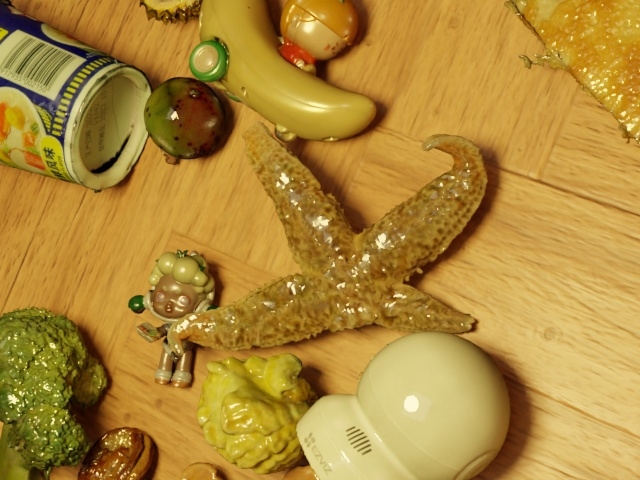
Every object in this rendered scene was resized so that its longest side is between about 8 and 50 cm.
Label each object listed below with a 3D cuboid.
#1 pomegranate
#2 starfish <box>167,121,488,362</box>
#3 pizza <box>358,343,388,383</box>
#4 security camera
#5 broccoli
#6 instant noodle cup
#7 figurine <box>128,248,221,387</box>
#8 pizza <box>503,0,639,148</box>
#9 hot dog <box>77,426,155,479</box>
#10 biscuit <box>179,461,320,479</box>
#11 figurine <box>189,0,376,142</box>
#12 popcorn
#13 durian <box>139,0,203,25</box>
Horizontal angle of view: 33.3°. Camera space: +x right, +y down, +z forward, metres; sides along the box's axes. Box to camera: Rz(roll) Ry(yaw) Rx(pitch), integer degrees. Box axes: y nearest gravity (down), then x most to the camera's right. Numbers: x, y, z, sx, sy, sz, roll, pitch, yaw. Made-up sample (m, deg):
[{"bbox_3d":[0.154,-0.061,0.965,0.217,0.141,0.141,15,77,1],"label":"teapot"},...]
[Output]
[{"bbox_3d":[-0.196,-0.176,1.567,0.130,0.130,0.130,-6,77,26],"label":"pomegranate"},{"bbox_3d":[0.000,0.000,1.398,0.432,0.082,0.324,-1,90,19],"label":"starfish"},{"bbox_3d":[0.074,0.173,1.409,0.037,0.016,0.083,36,100,27],"label":"pizza"},{"bbox_3d":[0.113,0.215,1.286,0.236,0.194,0.194,-43,64,7],"label":"security camera"},{"bbox_3d":[-0.392,0.244,1.548,0.254,0.186,0.302,-10,94,60],"label":"broccoli"},{"bbox_3d":[-0.432,-0.216,1.622,0.312,0.284,0.284,21,89,21],"label":"instant noodle cup"},{"bbox_3d":[-0.204,0.108,1.517,0.147,0.093,0.197,7,85,15],"label":"figurine"},{"bbox_3d":[0.365,-0.266,1.326,0.288,0.075,0.280,30,89,30],"label":"pizza"},{"bbox_3d":[-0.293,0.338,1.531,0.099,0.065,0.147,32,97,38],"label":"hot dog"},{"bbox_3d":[-0.039,0.402,1.401,0.340,0.047,0.216,-4,80,24],"label":"biscuit"},{"bbox_3d":[-0.040,-0.267,1.503,0.324,0.124,0.222,39,95,24],"label":"figurine"},{"bbox_3d":[-0.085,0.221,1.395,0.173,0.173,0.142,59,147,24],"label":"popcorn"},{"bbox_3d":[-0.201,-0.419,1.640,0.140,0.078,0.224,-4,67,38],"label":"durian"}]
